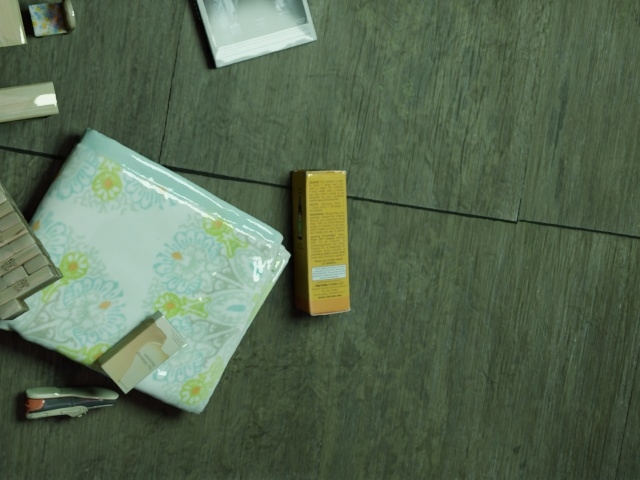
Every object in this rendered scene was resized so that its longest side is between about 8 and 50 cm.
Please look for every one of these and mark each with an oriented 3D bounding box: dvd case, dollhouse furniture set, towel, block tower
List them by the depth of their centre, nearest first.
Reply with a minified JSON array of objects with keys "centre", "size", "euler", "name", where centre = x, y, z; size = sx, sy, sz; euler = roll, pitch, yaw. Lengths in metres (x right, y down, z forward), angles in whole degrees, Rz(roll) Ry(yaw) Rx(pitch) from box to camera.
[{"centre":[-0.439,-0.280,1.177],"size":[0.212,0.161,0.242],"euler":[-13,100,-20],"name":"dollhouse furniture set"},{"centre":[-0.474,-0.056,1.181],"size":[0.097,0.091,0.335],"euler":[-31,90,-10],"name":"block tower"},{"centre":[-0.266,0.055,1.321],"size":[0.375,0.090,0.320],"euler":[30,84,-21],"name":"towel"},{"centre":[-0.118,-0.407,1.361],"size":[0.179,0.030,0.238],"euler":[-20,103,-19],"name":"dvd case"}]

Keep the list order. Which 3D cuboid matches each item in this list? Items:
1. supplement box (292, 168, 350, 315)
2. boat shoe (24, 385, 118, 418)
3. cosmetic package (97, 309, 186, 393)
[{"centre":[0.000,0.000,1.425],"size":[0.080,0.078,0.233],"euler":[-6,99,-21],"name":"supplement box"},{"centre":[-0.377,0.247,1.320],"size":[0.137,0.049,0.043],"euler":[2,98,-19],"name":"boat shoe"},{"centre":[-0.261,0.162,1.272],"size":[0.115,0.041,0.060],"euler":[-41,109,-10],"name":"cosmetic package"}]
